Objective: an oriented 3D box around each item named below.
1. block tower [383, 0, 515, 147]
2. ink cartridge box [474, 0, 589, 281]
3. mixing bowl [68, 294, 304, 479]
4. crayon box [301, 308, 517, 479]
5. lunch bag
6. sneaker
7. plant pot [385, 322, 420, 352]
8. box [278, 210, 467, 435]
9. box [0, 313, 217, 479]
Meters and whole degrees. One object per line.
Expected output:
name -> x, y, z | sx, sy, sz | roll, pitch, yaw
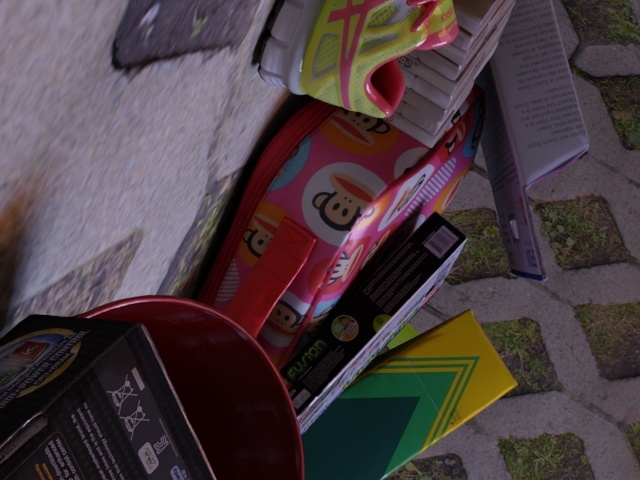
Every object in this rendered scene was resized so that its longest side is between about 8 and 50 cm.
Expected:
block tower -> 0.084, -0.193, 0.814 | 0.091, 0.097, 0.335 | -55, 173, -26
ink cartridge box -> 0.168, -0.134, 1.154 | 0.071, 0.330, 0.324 | -15, 179, 4
mixing bowl -> -0.104, 0.108, 0.552 | 0.181, 0.098, 0.181 | -6, 98, -47
crayon box -> -0.010, 0.228, 1.429 | 0.313, 0.106, 0.363 | -28, 176, -30
lunch bag -> 0.000, 0.000, 1.066 | 0.258, 0.120, 0.293 | -44, 168, -44
sneaker -> 0.040, -0.148, 0.710 | 0.081, 0.094, 0.208 | -54, 172, -40
plant pot -> 0.011, 0.205, 1.837 | 0.207, 0.227, 0.228 | -49, -172, -34
box -> 0.030, 0.076, 1.062 | 0.207, 0.036, 0.114 | -45, 169, -23
box -> -0.094, 0.193, 0.441 | 0.216, 0.060, 0.270 | -45, 124, -41
